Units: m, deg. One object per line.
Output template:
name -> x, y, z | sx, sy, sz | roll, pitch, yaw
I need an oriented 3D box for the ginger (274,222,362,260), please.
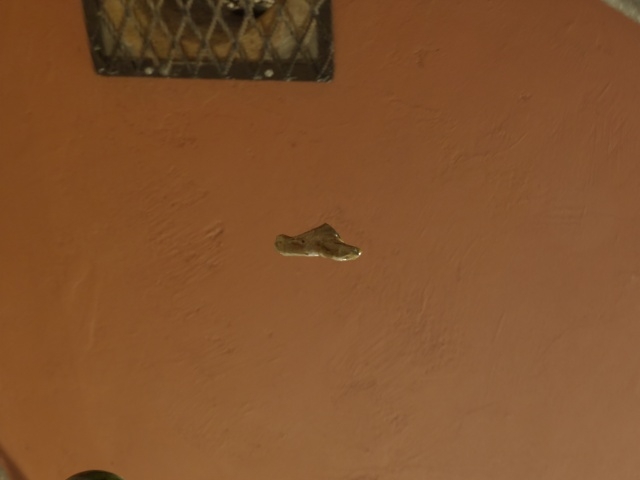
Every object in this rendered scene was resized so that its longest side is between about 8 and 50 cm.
ginger -> 0.001, -0.001, 0.769 | 0.097, 0.048, 0.030 | 5, -66, 32

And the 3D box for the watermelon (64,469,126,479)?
watermelon -> -0.243, 0.272, 0.798 | 0.105, 0.105, 0.062 | -23, -65, 28
